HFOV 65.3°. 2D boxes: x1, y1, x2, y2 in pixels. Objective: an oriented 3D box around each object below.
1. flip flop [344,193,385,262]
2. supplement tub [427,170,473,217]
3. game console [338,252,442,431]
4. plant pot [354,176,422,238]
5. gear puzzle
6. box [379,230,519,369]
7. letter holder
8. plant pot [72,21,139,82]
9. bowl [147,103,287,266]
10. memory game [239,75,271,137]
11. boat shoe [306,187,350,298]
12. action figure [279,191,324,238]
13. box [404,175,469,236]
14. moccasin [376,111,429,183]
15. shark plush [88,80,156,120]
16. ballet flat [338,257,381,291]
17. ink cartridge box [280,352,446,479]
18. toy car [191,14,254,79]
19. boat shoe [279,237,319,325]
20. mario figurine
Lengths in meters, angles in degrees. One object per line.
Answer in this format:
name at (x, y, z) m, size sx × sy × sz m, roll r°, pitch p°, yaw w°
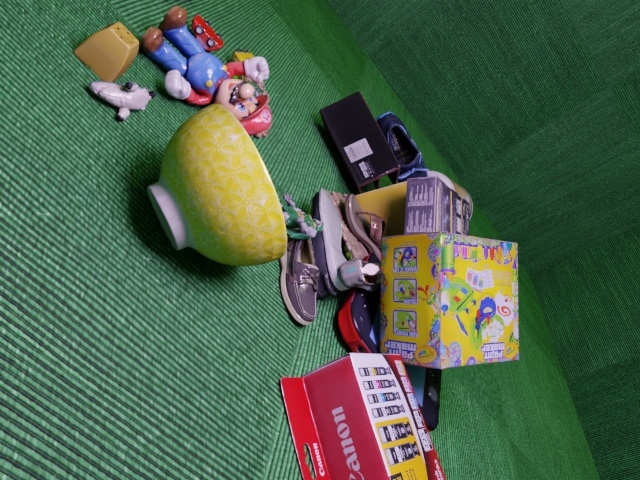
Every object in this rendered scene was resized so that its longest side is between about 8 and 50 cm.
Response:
flip flop at (0.157, -0.019, 1.425) m, size 0.277 × 0.080 × 0.112 m, roll 56°, pitch 26°, yaw -11°
supplement tub at (0.456, -0.150, 2.005) m, size 0.316 × 0.228 × 0.228 m, roll 15°, pitch 49°, yaw -54°
game console at (0.198, 0.252, 1.277) m, size 0.386 × 0.060 × 0.342 m, roll 55°, pitch 31°, yaw -13°
plant pot at (0.238, -0.078, 1.561) m, size 0.212 × 0.213 × 0.187 m, roll -28°, pitch 102°, yaw -78°
gear puzzle at (0.097, 0.016, 1.428) m, size 0.176 × 0.044 × 0.338 m, roll 0°, pitch 64°, yaw -62°
box at (0.299, 0.135, 1.144) m, size 0.290 × 0.177 × 0.278 m, roll 7°, pitch 82°, yaw -38°
letter holder at (0.136, -0.312, 1.718) m, size 0.214 × 0.152 × 0.301 m, roll 62°, pitch 3°, yaw -77°
plant pot at (-0.391, -0.361, 0.937) m, size 0.081 × 0.083 × 0.081 m, roll 44°, pitch 29°, yaw -24°
bowl at (-0.194, -0.066, 0.843) m, size 0.156 × 0.289 × 0.289 m, roll -27°, pitch 84°, yaw -20°
memory game at (-0.169, -0.361, 1.316) m, size 0.186 × 0.012 × 0.186 m, roll -6°, pitch 90°, yaw -72°
boat shoe at (0.000, 0.000, 1.210) m, size 0.114 × 0.091 × 0.302 m, roll 48°, pitch 27°, yaw -41°
action figure at (-0.070, -0.052, 1.060) m, size 0.232 × 0.063 × 0.137 m, roll 19°, pitch 34°, yaw -51°
box at (0.334, 0.051, 1.406) m, size 0.318 × 0.097 × 0.394 m, roll 17°, pitch 75°, yaw -58°
moccasin at (0.286, -0.283, 1.746) m, size 0.342 × 0.138 × 0.116 m, roll 49°, pitch 11°, yaw -33°
shark plush at (-0.361, -0.287, 0.948) m, size 0.067 × 0.073 × 0.161 m, roll 27°, pitch 33°, yaw 5°
ballet flat at (0.114, 0.079, 1.161) m, size 0.213 × 0.068 × 0.072 m, roll 11°, pitch 59°, yaw -62°
ink cartridge box at (0.088, 0.375, 0.917) m, size 0.272 × 0.130 × 0.309 m, roll 17°, pitch 48°, yaw -52°
toy car at (-0.244, -0.460, 1.333) m, size 0.239 × 0.053 × 0.224 m, roll 19°, pitch 46°, yaw -51°
boat shoe at (-0.039, 0.073, 1.084) m, size 0.080 × 0.073 × 0.223 m, roll 29°, pitch 37°, yaw -41°
mario figurine at (-0.228, -0.371, 1.114) m, size 0.321 × 0.198 × 0.170 m, roll 41°, pitch 9°, yaw -21°
